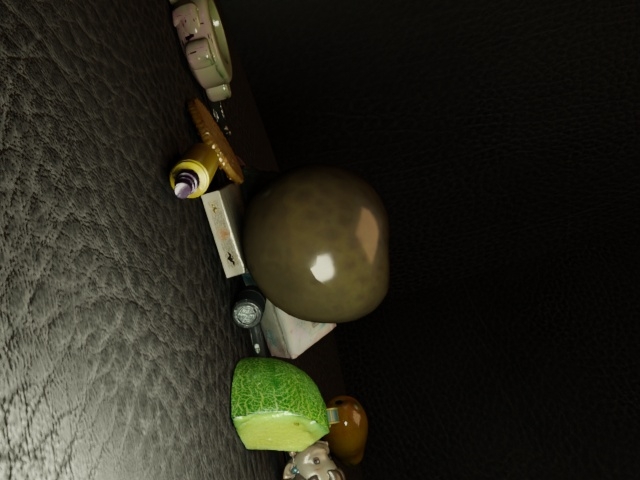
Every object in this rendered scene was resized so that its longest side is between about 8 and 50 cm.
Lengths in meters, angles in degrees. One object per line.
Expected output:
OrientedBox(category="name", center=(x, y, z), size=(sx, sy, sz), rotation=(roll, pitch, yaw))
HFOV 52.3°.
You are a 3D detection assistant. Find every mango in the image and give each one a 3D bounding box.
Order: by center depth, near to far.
OrientedBox(category="mango", center=(0.090, 0.694, 2.362), size=(0.211, 0.173, 0.317), rotation=(-102, -178, -48))

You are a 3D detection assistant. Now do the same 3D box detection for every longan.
OrientedBox(category="longan", center=(0.000, 0.000, 1.547), size=(0.336, 0.405, 0.404), rotation=(-53, -141, 41))

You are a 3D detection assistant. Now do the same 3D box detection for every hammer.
OrientedBox(category="hammer", center=(-0.329, -0.477, 2.176), size=(0.440, 0.044, 0.168), rotation=(-101, 176, -65))

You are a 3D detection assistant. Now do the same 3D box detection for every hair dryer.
OrientedBox(category="hair dryer", center=(-0.153, 0.222, 1.516), size=(0.124, 0.072, 0.219), rotation=(-88, 170, -75))

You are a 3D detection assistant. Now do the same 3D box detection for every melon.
OrientedBox(category="melon", center=(-0.103, 0.313, 1.364), size=(0.323, 0.196, 0.124), rotation=(-120, -133, -70))

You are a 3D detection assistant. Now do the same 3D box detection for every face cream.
OrientedBox(category="face cream", center=(-0.255, -0.133, 1.300), size=(0.273, 0.078, 0.078), rotation=(-99, 172, -71))

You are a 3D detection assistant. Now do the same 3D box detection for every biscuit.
OrientedBox(category="biscuit", center=(-0.273, -0.257, 1.688), size=(0.254, 0.035, 0.254), rotation=(61, 4, -7))

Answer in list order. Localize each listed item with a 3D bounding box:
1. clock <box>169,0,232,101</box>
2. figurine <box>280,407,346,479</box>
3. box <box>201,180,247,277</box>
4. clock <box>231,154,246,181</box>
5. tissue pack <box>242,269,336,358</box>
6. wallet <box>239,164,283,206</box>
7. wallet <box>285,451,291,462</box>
OrientedBox(category="clock", center=(-0.342, -0.582, 1.889), size=(0.284, 0.114, 0.309), rotation=(70, 6, -68))
OrientedBox(category="figurine", center=(-0.016, 0.503, 1.453), size=(0.161, 0.158, 0.275), rotation=(8, 67, -56))
OrientedBox(category="box", center=(-0.222, -0.042, 1.660), size=(0.365, 0.051, 0.204), rotation=(-87, 160, -81))
OrientedBox(category="clock", center=(-0.221, -0.151, 1.992), size=(0.244, 0.056, 0.244), rotation=(59, 4, -7))
OrientedBox(category="tissue pack", center=(-0.083, 0.159, 1.779), size=(0.124, 0.201, 0.271), rotation=(3, -63, 46))
OrientedBox(category="wallet", center=(-0.095, -0.107, 1.797), size=(0.044, 0.317, 0.168), rotation=(-36, 133, -59))
OrientedBox(category="wallet", center=(-0.047, 0.601, 1.595), size=(0.167, 0.036, 0.222), rotation=(69, 4, -49))
